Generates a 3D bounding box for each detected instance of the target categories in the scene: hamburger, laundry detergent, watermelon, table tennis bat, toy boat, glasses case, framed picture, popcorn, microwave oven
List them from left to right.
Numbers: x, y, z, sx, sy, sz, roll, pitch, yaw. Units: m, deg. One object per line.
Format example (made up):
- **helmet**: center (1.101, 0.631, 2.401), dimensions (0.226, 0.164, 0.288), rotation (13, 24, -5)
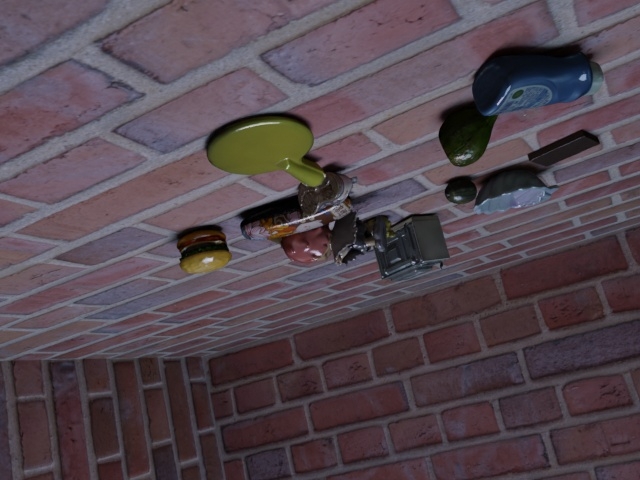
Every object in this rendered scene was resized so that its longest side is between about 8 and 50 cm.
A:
- **hamburger**: center (-0.336, 0.032, 1.960), dimensions (0.162, 0.115, 0.162), rotation (-13, 168, -3)
- **table tennis bat**: center (-0.095, -0.190, 1.500), dimensions (0.224, 0.054, 0.369), rotation (-22, 159, 25)
- **glasses case**: center (-0.068, -0.067, 1.897), dimensions (0.321, 0.082, 0.122), rotation (-16, 163, 8)
- **popcorn**: center (0.190, -0.033, 2.257), dimensions (0.109, 0.089, 0.097), rotation (-4, 152, -21)
- **microwave oven**: center (0.315, 0.035, 2.406), dimensions (0.145, 0.193, 0.240), rotation (-2, 163, -33)
- **watermelon**: center (0.423, -0.148, 2.049), dimensions (0.111, 0.078, 0.078), rotation (-3, 162, -32)
- **toy boat**: center (0.604, -0.157, 2.126), dimensions (0.290, 0.100, 0.199), rotation (-5, 163, -27)
- **laundry detergent**: center (0.464, -0.332, 1.399), dimensions (0.290, 0.094, 0.143), rotation (-11, 159, -20)
- **framed picture**: center (0.706, -0.265, 1.966), dimensions (0.169, 0.023, 0.128), rotation (-25, 161, 37)

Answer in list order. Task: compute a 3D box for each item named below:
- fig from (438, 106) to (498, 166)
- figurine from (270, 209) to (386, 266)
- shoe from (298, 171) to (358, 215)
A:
- **fig**: center (0.349, -0.248, 1.548), dimensions (0.156, 0.123, 0.123), rotation (-31, 160, 17)
- **figurine**: center (0.000, 0.000, 2.013), dimensions (0.387, 0.207, 0.166), rotation (-7, 148, 15)
- **shoe**: center (0.018, -0.130, 1.760), dimensions (0.092, 0.089, 0.180), rotation (-17, 173, -40)
